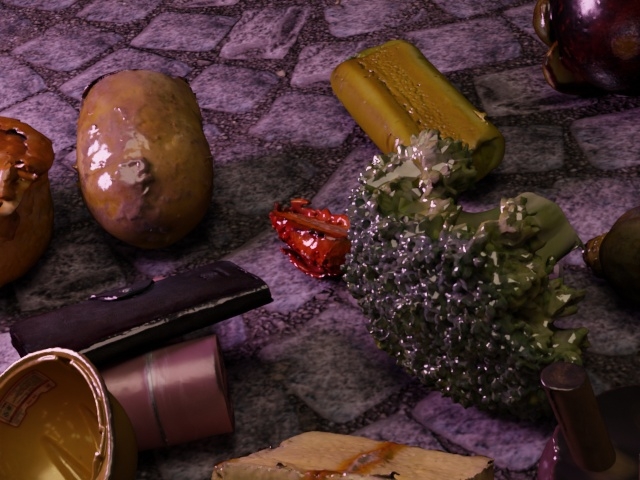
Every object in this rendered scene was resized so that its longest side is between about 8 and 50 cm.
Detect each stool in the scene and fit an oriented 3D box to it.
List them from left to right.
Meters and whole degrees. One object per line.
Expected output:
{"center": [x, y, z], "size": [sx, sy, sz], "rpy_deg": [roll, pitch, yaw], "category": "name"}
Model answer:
{"center": [0.372, 0.219, 1.429], "size": [0.272, 0.179, 0.272], "rpy_deg": [-5, 37, 4], "category": "stool"}

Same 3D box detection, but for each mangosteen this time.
{"center": [0.498, -0.374, 2.127], "size": [0.311, 0.311, 0.311], "rpy_deg": [-6, 36, 5], "category": "mangosteen"}

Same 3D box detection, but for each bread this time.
{"center": [-0.566, -0.047, 1.986], "size": [0.358, 0.204, 0.337], "rpy_deg": [2, 40, 22], "category": "bread"}
{"center": [0.044, 0.265, 1.445], "size": [0.263, 0.198, 0.236], "rpy_deg": [6, 32, 23], "category": "bread"}
{"center": [0.151, -0.191, 2.088], "size": [0.166, 0.112, 0.383], "rpy_deg": [-21, 39, -12], "category": "bread"}

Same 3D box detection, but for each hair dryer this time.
{"center": [-0.232, 0.150, 1.736], "size": [0.210, 0.125, 0.352], "rpy_deg": [-12, 26, -1], "category": "hair dryer"}

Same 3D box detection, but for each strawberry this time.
{"center": [0.000, 0.000, 1.906], "size": [0.121, 0.082, 0.188], "rpy_deg": [-9, 21, -34], "category": "strawberry"}

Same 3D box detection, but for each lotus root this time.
{"center": [0.472, 0.032, 1.689], "size": [0.309, 0.173, 0.173], "rpy_deg": [16, 43, 41], "category": "lotus root"}

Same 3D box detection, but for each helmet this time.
{"center": [-0.269, 0.248, 1.423], "size": [0.205, 0.140, 0.257], "rpy_deg": [-41, 48, 7], "category": "helmet"}

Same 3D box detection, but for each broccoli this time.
{"center": [0.175, 0.040, 1.628], "size": [0.338, 0.277, 0.317], "rpy_deg": [4, 41, 21], "category": "broccoli"}

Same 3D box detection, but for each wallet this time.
{"center": [-0.232, 0.094, 1.675], "size": [0.318, 0.045, 0.172], "rpy_deg": [-18, 22, -19], "category": "wallet"}

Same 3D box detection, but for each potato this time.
{"center": [-0.267, -0.103, 2.000], "size": [0.229, 0.229, 0.266], "rpy_deg": [-16, 41, -8], "category": "potato"}

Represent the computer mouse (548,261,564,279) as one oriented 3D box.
{"center": [0.232, 0.057, 1.792], "size": [0.199, 0.045, 0.102], "rpy_deg": [0, 38, 14], "category": "computer mouse"}
